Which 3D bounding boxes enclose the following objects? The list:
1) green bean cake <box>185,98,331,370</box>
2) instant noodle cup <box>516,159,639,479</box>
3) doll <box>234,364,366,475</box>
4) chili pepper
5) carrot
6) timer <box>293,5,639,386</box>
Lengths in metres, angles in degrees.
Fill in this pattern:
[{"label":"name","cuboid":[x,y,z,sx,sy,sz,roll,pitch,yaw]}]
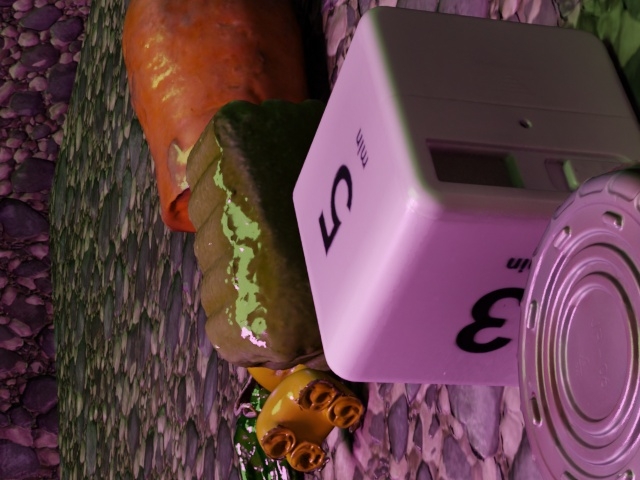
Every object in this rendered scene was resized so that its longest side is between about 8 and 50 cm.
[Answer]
[{"label":"green bean cake","cuboid":[0.000,0.000,1.280,0.125,0.222,0.248,131,136,-59]},{"label":"instant noodle cup","cuboid":[0.210,0.059,0.691,0.258,0.181,0.302,-106,27,-44]},{"label":"doll","cuboid":[-0.033,0.137,1.521,0.135,0.143,0.221,-50,36,13]},{"label":"chili pepper","cuboid":[-0.057,0.262,1.652,0.100,0.074,0.257,144,122,-63]},{"label":"carrot","cuboid":[-0.118,-0.179,1.685,0.224,0.224,0.341,123,139,-56]},{"label":"timer","cuboid":[0.105,-0.027,1.006,0.195,0.192,0.194,114,153,-46]}]
